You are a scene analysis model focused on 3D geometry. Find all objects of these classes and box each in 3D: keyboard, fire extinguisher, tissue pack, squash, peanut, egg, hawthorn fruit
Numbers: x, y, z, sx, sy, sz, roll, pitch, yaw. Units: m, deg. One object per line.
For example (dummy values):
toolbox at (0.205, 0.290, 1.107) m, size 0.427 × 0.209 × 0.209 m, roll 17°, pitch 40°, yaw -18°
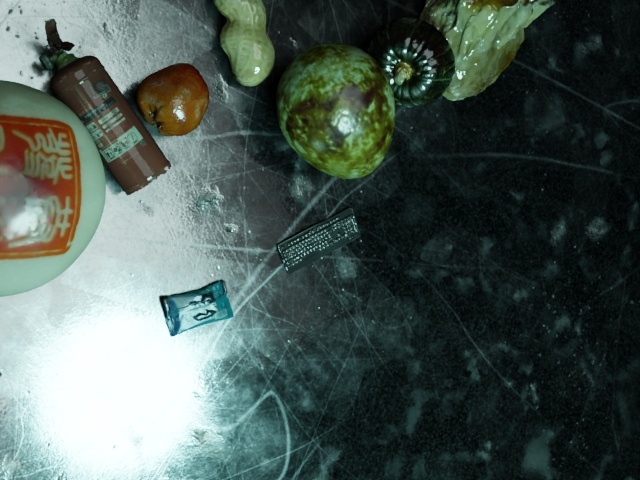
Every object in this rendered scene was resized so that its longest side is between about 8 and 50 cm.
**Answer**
keyboard at (0.001, 0.000, 1.846) m, size 0.196 × 0.015 × 0.074 m, roll -27°, pitch 104°, yaw -23°
fire extinguisher at (-0.400, -0.246, 1.554) m, size 0.106 × 0.147 × 0.337 m, roll -41°, pitch 110°, yaw -22°
tissue pack at (-0.245, 0.135, 1.720) m, size 0.138 × 0.028 × 0.085 m, roll -17°, pitch 100°, yaw -22°
squash at (0.191, -0.382, 1.837) m, size 0.156 × 0.193 × 0.193 m, roll -10°, pitch 99°, yaw -67°
peanut at (-0.153, -0.422, 1.709) m, size 0.104 × 0.085 × 0.227 m, roll -12°, pitch 97°, yaw -8°
egg at (0.036, -0.254, 1.730) m, size 0.238 × 0.238 × 0.289 m, roll -33°, pitch 118°, yaw -22°
hawthorn fruit at (-0.273, -0.267, 1.632) m, size 0.133 × 0.133 × 0.138 m, roll 44°, pitch 70°, yaw -22°

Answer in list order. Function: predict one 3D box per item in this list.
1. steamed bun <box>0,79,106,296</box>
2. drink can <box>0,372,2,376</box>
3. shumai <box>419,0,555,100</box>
steamed bun at (-0.534, -0.081, 1.422) m, size 0.374 × 0.241 × 0.374 m, roll -6°, pitch 103°, yaw -30°
drink can at (-0.668, 0.286, 1.469) m, size 0.235 × 0.097 × 0.097 m, roll -47°, pitch 111°, yaw -17°
shumai at (0.378, -0.463, 1.885) m, size 0.267 × 0.262 × 0.314 m, roll 23°, pitch 83°, yaw -25°
